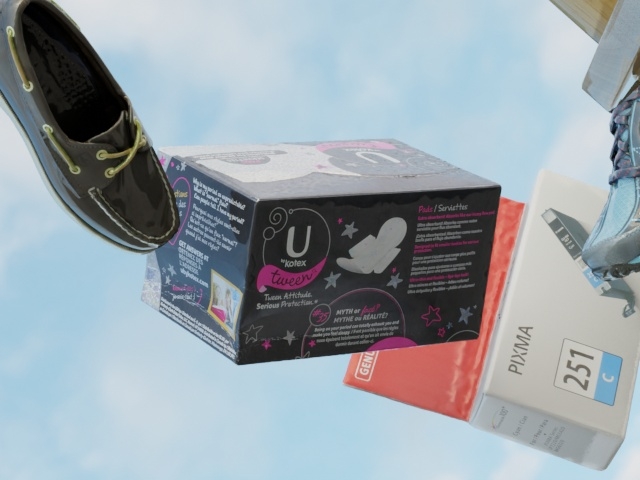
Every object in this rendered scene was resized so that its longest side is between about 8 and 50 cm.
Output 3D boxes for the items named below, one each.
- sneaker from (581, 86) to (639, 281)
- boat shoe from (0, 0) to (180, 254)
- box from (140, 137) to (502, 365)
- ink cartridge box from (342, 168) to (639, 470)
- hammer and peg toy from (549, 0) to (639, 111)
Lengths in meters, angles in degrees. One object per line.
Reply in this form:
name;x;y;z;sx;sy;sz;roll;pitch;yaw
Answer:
sneaker;0.246;-0.090;1.352;0.125;0.104;0.262;39;-115;-18
boat shoe;-0.171;-0.081;1.297;0.081;0.069;0.227;-49;-65;-29
box;0.000;0.000;1.463;0.247;0.163;0.142;-3;-70;-35
ink cartridge box;0.185;0.053;1.724;0.066;0.261;0.296;106;-178;-50
hammer and peg toy;0.274;-0.235;0.880;0.361;0.127;0.266;-44;-12;-14
